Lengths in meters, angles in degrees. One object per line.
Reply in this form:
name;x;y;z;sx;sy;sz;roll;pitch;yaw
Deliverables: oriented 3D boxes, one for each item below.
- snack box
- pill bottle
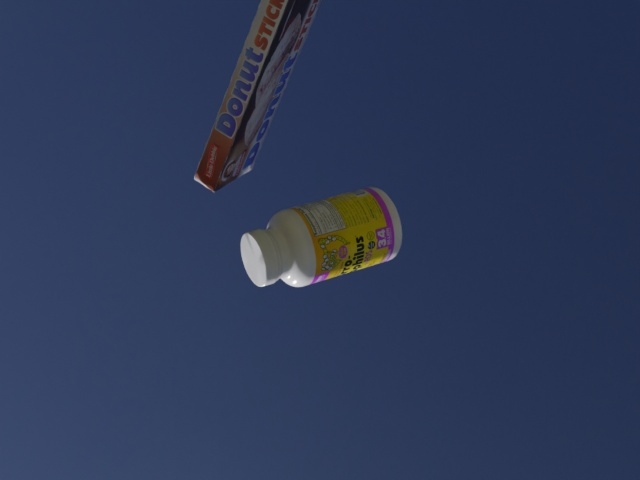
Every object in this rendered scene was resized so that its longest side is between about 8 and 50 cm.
snack box;-0.041;-0.120;0.812;0.022;0.178;0.064;31;-150;11
pill bottle;0.000;0.000;0.620;0.083;0.043;0.043;-16;-122;-25
